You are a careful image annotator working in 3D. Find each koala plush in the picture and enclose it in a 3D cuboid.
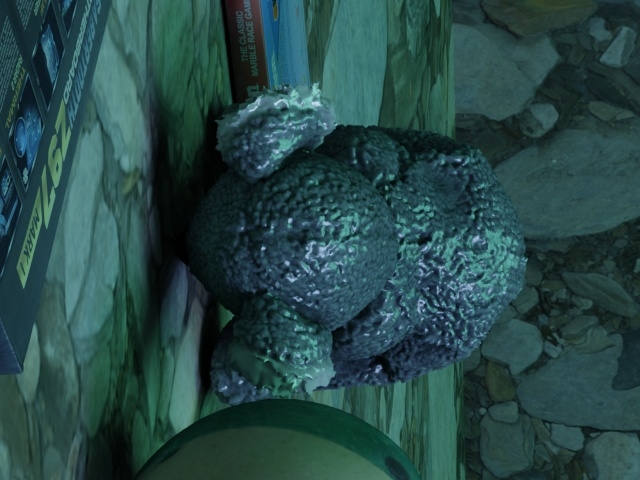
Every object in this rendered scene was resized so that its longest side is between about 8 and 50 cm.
[{"bbox_3d":[0.000,0.000,1.064,0.221,0.203,0.196,15,76,-68],"label":"koala plush"}]

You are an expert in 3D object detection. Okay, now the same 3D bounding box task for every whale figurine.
[{"bbox_3d":[0.014,0.198,0.944,0.272,0.216,0.141,49,25,-12],"label":"whale figurine"}]

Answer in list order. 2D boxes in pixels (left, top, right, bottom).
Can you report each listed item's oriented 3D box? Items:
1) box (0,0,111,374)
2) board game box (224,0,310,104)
[{"bbox_3d":[-0.122,-0.099,0.616,0.183,0.059,0.233,80,14,-51],"label":"box"},{"bbox_3d":[-0.038,-0.173,1.231,0.145,0.027,0.281,-78,167,-53],"label":"board game box"}]
